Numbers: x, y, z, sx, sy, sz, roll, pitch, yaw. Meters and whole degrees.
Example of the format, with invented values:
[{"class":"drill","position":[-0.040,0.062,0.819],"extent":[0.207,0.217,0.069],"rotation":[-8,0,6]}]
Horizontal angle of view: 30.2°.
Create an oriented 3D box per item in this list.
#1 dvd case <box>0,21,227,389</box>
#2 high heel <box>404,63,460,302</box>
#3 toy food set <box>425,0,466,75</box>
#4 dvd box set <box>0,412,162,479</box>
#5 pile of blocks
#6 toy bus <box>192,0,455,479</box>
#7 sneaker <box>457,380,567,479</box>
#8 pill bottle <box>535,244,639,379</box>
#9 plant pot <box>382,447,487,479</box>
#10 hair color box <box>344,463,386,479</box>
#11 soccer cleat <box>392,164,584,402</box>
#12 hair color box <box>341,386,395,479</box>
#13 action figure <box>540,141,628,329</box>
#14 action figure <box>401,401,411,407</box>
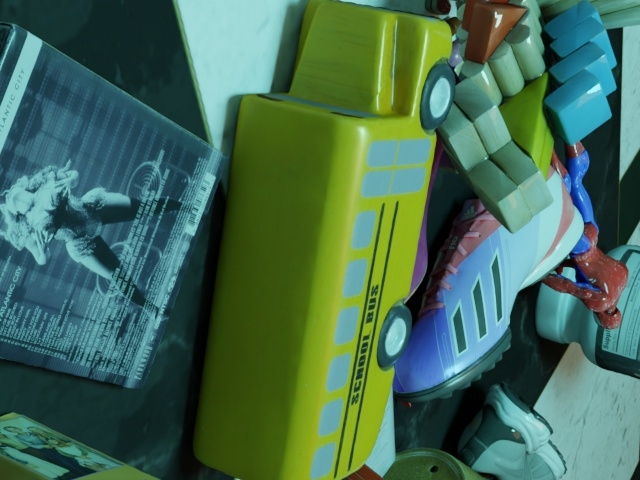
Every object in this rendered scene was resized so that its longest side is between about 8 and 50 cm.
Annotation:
[{"class":"dvd case","position":[-0.139,-0.007,0.679],"extent":[0.221,0.018,0.164],"rotation":[30,79,-62]},{"class":"high heel","position":[0.052,-0.042,0.952],"extent":[0.244,0.082,0.117],"rotation":[-55,136,-22]},{"class":"toy food set","position":[0.121,-0.196,1.050],"extent":[0.078,0.019,0.122],"rotation":[-66,151,-15]},{"class":"dvd box set","position":[-0.046,0.295,0.577],"extent":[0.062,0.420,0.307],"rotation":[-2,106,-58]},{"class":"pile of blocks","position":[0.170,-0.187,0.927],"extent":[0.112,0.149,0.362],"rotation":[53,38,-48]},{"class":"toy bus","position":[0.000,0.000,0.841],"extent":[0.130,0.108,0.333],"rotation":[-11,114,-57]},{"class":"sneaker","position":[0.216,0.250,1.395],"extent":[0.108,0.100,0.271],"rotation":[-44,150,-3]},{"class":"pill bottle","position":[0.419,0.096,1.465],"extent":[0.162,0.278,0.162],"rotation":[-35,133,-49]},{"class":"plant pot","position":[0.126,0.329,1.148],"extent":[0.237,0.237,0.254],"rotation":[-54,131,-33]},{"class":"hair color box","position":[0.008,0.278,0.984],"extent":[0.167,0.053,0.093],"rotation":[-43,132,-14]},{"class":"soccer cleat","position":[0.150,0.029,1.156],"extent":[0.318,0.108,0.116],"rotation":[-46,117,-36]},{"class":"hair color box","position":[0.030,0.158,1.043],"extent":[0.072,0.043,0.141],"rotation":[-44,141,-44]},{"class":"action figure","position":[0.261,-0.013,1.344],"extent":[0.091,0.139,0.280],"rotation":[-45,118,-38]},{"class":"action figure","position":[0.117,0.123,1.192],"extent":[0.115,0.030,0.038],"rotation":[-49,179,-41]}]
